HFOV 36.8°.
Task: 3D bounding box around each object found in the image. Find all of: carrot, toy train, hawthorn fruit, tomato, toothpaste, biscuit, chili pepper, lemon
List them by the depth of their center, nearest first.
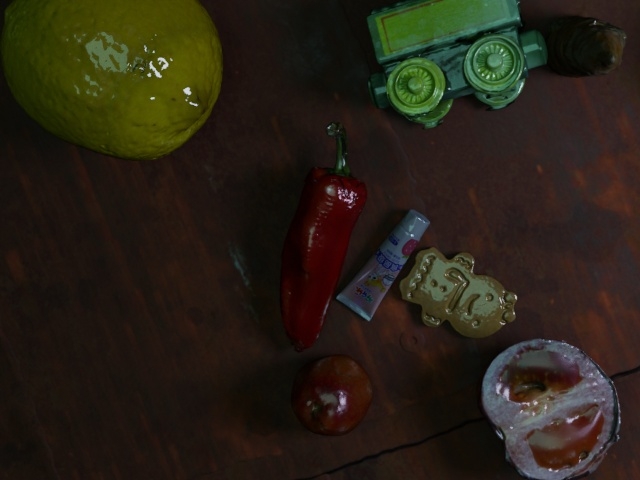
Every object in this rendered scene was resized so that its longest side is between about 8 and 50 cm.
[{"bbox_3d":[0.380,-0.266,1.357,0.102,0.263,0.102,1,105,4],"label":"carrot"},{"bbox_3d":[0.196,-0.283,1.445,0.272,0.159,0.188,-14,87,13],"label":"toy train"},{"bbox_3d":[-0.314,-0.278,1.470,0.336,0.336,0.336,1,96,11],"label":"lemon"},{"bbox_3d":[0.350,0.252,1.490,0.199,0.112,0.228,-24,92,5],"label":"tomato"},{"bbox_3d":[0.000,0.000,1.541,0.110,0.110,0.387,18,104,9],"label":"chili pepper"},{"bbox_3d":[0.015,0.249,1.543,0.133,0.138,0.132,2,100,12],"label":"hawthorn fruit"},{"bbox_3d":[0.217,0.090,1.543,0.184,0.027,0.133,42,100,5],"label":"biscuit"},{"bbox_3d":[0.105,0.037,1.555,0.067,0.043,0.194,35,107,3],"label":"toothpaste"}]
